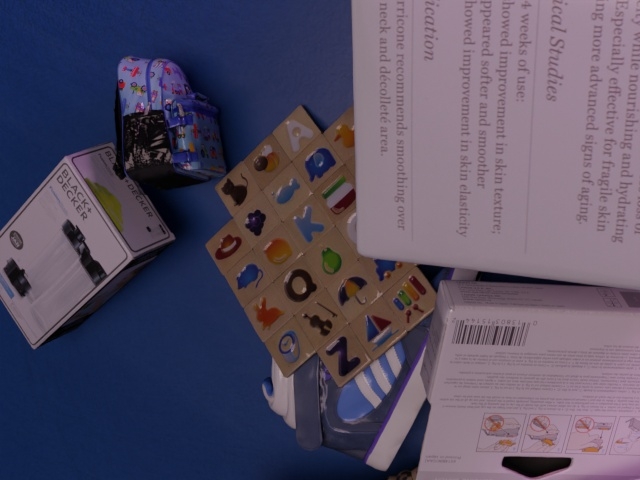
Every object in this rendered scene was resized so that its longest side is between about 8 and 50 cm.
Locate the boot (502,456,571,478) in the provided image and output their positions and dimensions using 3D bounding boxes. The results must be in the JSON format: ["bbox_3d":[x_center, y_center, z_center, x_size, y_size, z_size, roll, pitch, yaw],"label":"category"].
[{"bbox_3d":[0.250,0.294,1.220,0.198,0.077,0.137,-18,97,23],"label":"boot"}]

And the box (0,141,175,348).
[{"bbox_3d":[-0.351,0.011,1.350,0.290,0.087,0.169,-36,85,37],"label":"box"}]

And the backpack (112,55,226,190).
[{"bbox_3d":[-0.204,-0.163,1.277,0.117,0.158,0.173,-9,84,13],"label":"backpack"}]

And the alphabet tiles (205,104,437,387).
[{"bbox_3d":[0.000,0.000,1.228,0.285,0.011,0.342,-43,62,17],"label":"alphabet tiles"}]

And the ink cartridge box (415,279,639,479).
[{"bbox_3d":[0.266,0.176,1.128,0.296,0.066,0.261,3,120,-7],"label":"ink cartridge box"}]

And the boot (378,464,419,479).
[{"bbox_3d":[0.060,0.488,1.246,0.284,0.138,0.377,-20,91,0],"label":"boot"}]

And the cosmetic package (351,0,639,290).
[{"bbox_3d":[0.264,-0.165,0.971,0.394,0.327,0.329,7,114,20],"label":"cosmetic package"}]

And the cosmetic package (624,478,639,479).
[{"bbox_3d":[0.338,0.412,1.127,0.225,0.138,0.224,-15,118,21],"label":"cosmetic package"}]

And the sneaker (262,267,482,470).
[{"bbox_3d":[0.042,0.124,1.235,0.236,0.130,0.322,27,113,10],"label":"sneaker"}]
